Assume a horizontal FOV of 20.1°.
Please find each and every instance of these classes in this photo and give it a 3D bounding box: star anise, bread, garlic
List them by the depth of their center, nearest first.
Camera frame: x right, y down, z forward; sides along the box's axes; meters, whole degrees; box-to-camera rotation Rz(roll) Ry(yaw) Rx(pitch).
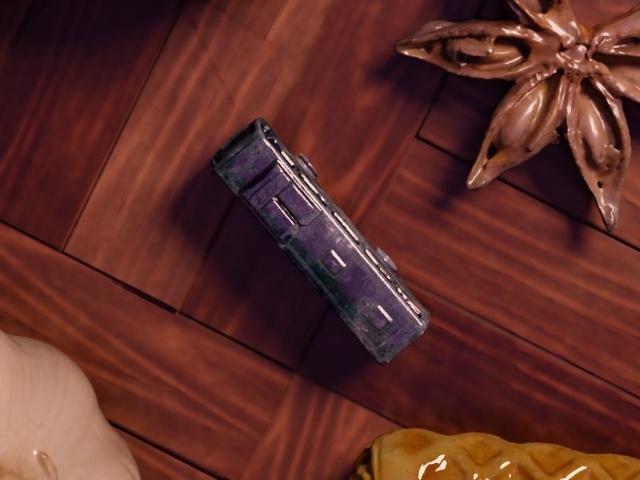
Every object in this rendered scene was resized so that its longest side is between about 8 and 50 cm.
[{"bbox_3d":[0.147,-0.100,1.086,0.208,0.063,0.172,13,100,-1],"label":"star anise"},{"bbox_3d":[-0.189,0.140,1.094,0.142,0.178,0.229,-24,114,-25],"label":"garlic"},{"bbox_3d":[0.196,0.174,1.097,0.367,0.084,0.077,8,56,4],"label":"bread"}]

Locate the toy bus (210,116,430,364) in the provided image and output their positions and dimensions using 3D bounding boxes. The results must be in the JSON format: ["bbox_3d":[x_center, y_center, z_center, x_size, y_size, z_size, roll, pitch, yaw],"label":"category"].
[{"bbox_3d":[0.000,0.000,1.098,0.047,0.065,0.166,-41,93,7],"label":"toy bus"}]
